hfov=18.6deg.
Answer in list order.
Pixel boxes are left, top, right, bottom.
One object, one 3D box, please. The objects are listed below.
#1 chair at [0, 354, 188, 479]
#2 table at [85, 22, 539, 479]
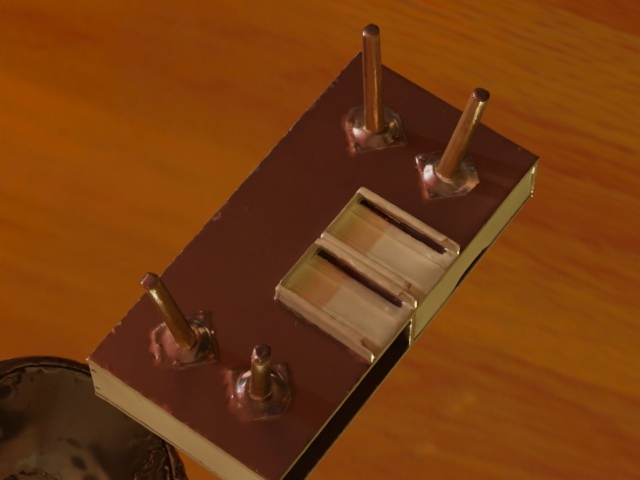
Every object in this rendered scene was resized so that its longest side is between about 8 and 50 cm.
[{"bbox_3d":[-0.283,0.225,1.439,0.226,0.401,0.226,9,73,-32],"label":"chair"},{"bbox_3d":[0.000,0.000,1.007,0.121,0.111,0.240,32,64,17],"label":"table"}]
